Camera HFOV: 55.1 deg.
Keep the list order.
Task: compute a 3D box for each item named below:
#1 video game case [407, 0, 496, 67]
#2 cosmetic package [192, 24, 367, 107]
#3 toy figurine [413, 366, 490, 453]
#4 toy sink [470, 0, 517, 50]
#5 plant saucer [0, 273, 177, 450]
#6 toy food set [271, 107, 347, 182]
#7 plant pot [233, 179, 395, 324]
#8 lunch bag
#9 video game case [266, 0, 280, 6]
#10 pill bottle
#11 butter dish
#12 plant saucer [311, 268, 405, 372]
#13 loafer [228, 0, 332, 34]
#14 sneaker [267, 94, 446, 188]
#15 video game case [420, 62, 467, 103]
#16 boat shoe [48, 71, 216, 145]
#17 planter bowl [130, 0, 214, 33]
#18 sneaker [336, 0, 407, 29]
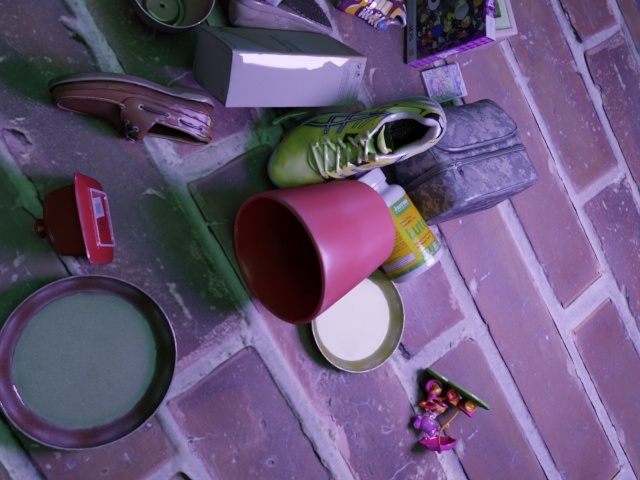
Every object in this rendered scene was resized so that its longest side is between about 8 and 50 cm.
[{"bbox_3d":[0.301,-0.539,1.438,0.042,0.232,0.210,5,84,-41],"label":"video game case"},{"bbox_3d":[-0.080,-0.348,1.234,0.310,0.160,0.113,-9,128,-36],"label":"cosmetic package"},{"bbox_3d":[0.279,0.409,1.426,0.173,0.130,0.159,34,80,2],"label":"toy figurine"},{"bbox_3d":[0.375,-0.604,1.538,0.153,0.131,0.234,-16,93,-28],"label":"toy sink"},{"bbox_3d":[-0.419,0.216,1.108,0.311,0.050,0.310,3,84,-27],"label":"plant saucer"},{"bbox_3d":[-0.029,-0.197,1.354,0.133,0.039,0.191,-26,103,-19],"label":"toy food set"},{"bbox_3d":[0.000,0.000,1.236,0.243,0.275,0.274,-25,97,-38],"label":"plant pot"},{"bbox_3d":[0.319,-0.195,1.441,0.305,0.212,0.255,-17,80,-27],"label":"lunch bag"},{"bbox_3d":[-0.140,-0.563,1.251,0.184,0.023,0.201,31,37,-9],"label":"video game case"},{"bbox_3d":[0.153,-0.038,1.368,0.136,0.136,0.245,-38,97,-25],"label":"pill bottle"},{"bbox_3d":[-0.441,-0.030,1.079,0.119,0.160,0.159,-9,90,-4],"label":"butter dish"},{"bbox_3d":[0.080,0.173,1.374,0.241,0.037,0.240,3,84,-27],"label":"plant saucer"},{"bbox_3d":[-0.089,-0.482,1.314,0.269,0.092,0.101,3,59,-42],"label":"loafer"},{"bbox_3d":[0.068,-0.203,1.247,0.385,0.147,0.145,-21,104,7],"label":"sneaker"},{"bbox_3d":[0.314,-0.397,1.556,0.122,0.011,0.087,-21,95,-27],"label":"video game case"},{"bbox_3d":[-0.342,-0.240,1.150,0.308,0.111,0.104,0,84,-27],"label":"boat shoe"},{"bbox_3d":[-0.300,-0.473,1.193,0.162,0.109,0.161,3,84,-27],"label":"planter bowl"},{"bbox_3d":[0.126,-0.538,1.439,0.186,0.070,0.083,-12,86,-27],"label":"sneaker"}]
